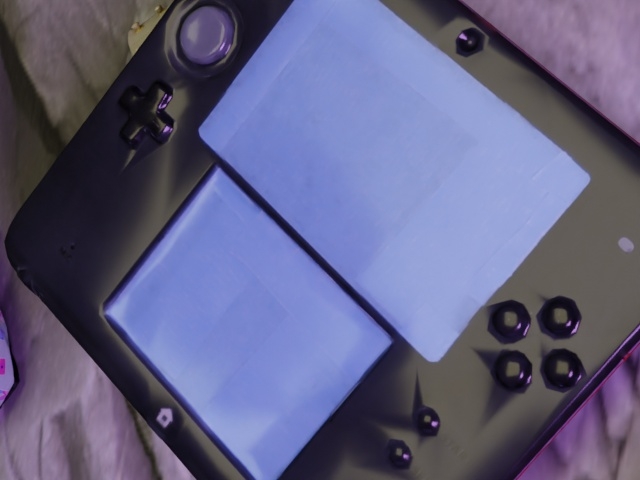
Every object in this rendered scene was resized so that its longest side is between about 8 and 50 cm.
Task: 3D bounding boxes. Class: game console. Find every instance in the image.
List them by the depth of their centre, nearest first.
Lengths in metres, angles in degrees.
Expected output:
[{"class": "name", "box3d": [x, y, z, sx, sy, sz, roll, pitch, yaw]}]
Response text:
[{"class": "game console", "box3d": [0.000, 0.000, 0.798, 0.386, 0.060, 0.342, 45, 99, 24]}]

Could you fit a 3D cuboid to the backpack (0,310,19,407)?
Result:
[{"class": "backpack", "box3d": [-0.328, 0.074, 1.026, 0.152, 0.115, 0.182, -41, 60, 16]}]

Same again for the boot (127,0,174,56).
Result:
[{"class": "boot", "box3d": [-0.075, -0.200, 0.949, 0.165, 0.077, 0.213, -29, 67, 27]}]
